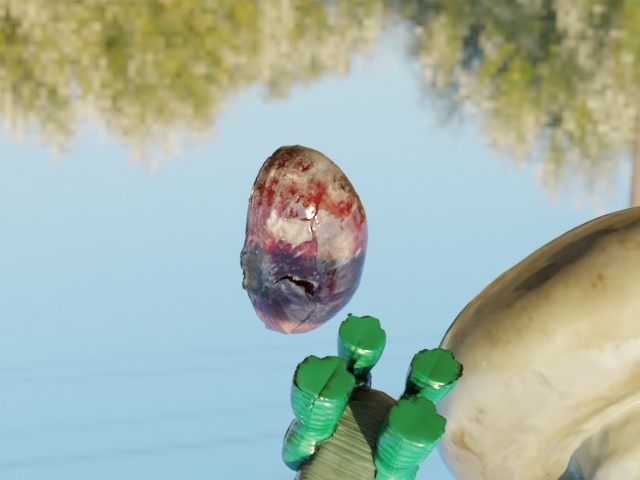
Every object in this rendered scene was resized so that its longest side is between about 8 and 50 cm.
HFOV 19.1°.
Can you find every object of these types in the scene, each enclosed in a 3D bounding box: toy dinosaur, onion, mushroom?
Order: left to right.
[{"bbox_3d":[0.000,0.000,1.878,0.098,0.206,0.151,20,-133,28],"label":"onion"},{"bbox_3d":[0.011,0.089,0.722,0.059,0.096,0.132,23,-143,10],"label":"toy dinosaur"},{"bbox_3d":[0.193,0.107,1.122,0.243,0.244,0.243,2,-167,0],"label":"mushroom"}]
